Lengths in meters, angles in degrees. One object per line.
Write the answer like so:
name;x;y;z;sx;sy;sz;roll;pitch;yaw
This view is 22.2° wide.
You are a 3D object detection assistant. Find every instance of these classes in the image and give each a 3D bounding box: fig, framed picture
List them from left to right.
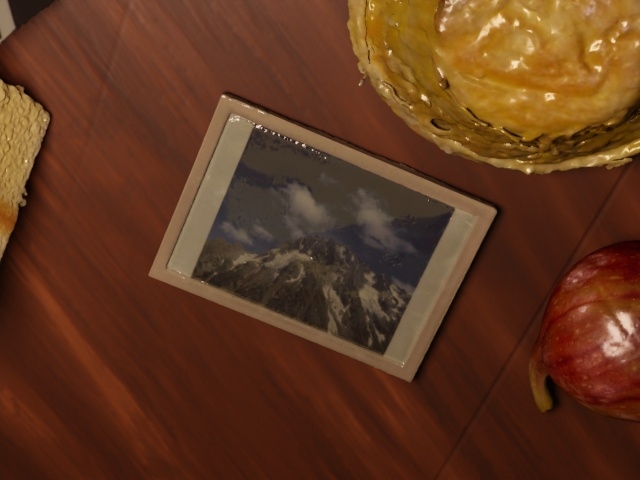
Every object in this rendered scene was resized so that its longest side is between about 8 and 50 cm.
framed picture;0.000;0.000;1.539;0.281;0.019;0.209;21;114;-4
fig;0.259;0.092;1.490;0.207;0.175;0.175;-11;114;31

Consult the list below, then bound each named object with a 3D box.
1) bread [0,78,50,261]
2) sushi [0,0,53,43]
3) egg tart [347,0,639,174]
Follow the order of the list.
bread;-0.380;-0.045;1.484;0.178;0.135;0.240;10;77;31
sushi;-0.392;-0.243;1.352;0.294;0.059;0.292;-46;104;-19
egg tart;0.188;-0.189;1.374;0.341;0.132;0.341;1;115;3
